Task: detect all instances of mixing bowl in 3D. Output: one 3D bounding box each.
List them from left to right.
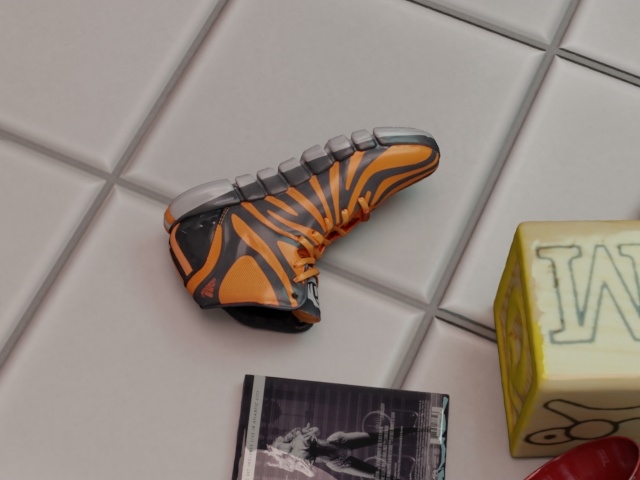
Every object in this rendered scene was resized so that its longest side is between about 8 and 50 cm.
[{"bbox_3d":[0.261,0.286,1.454,0.181,0.181,0.098,-40,101,-22],"label":"mixing bowl"}]

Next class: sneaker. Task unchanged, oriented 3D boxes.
[{"bbox_3d":[0.000,0.000,1.630,0.321,0.124,0.180,-21,67,-1],"label":"sneaker"}]

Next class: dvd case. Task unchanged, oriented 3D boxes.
[{"bbox_3d":[0.021,0.228,1.546,0.221,0.018,0.165,6,61,0],"label":"dvd case"}]

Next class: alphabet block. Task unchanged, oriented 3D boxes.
[{"bbox_3d":[0.296,0.103,1.532,0.197,0.192,0.193,0,58,-4],"label":"alphabet block"}]
